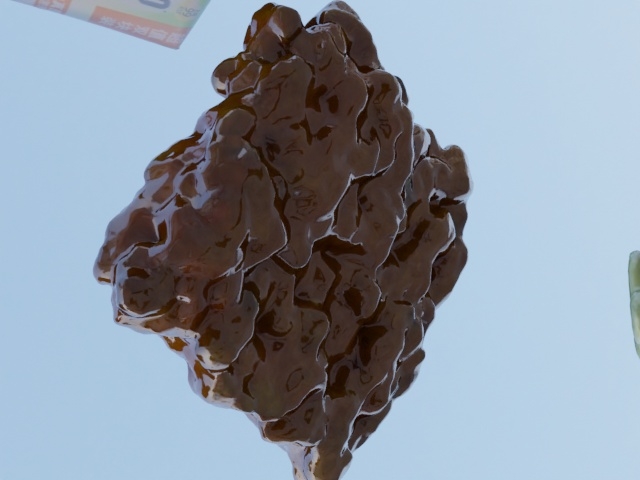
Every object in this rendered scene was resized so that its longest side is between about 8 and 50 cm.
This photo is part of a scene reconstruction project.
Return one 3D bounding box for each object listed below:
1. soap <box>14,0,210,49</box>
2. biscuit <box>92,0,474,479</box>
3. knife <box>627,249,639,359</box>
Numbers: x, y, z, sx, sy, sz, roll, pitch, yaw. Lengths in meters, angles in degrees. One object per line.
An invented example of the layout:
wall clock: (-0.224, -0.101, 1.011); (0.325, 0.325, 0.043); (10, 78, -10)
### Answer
soap: (-0.153, -0.272, 0.828); (0.182, 0.199, 0.138); (11, -121, -26)
biscuit: (0.000, 0.000, 0.807); (0.318, 0.111, 0.312); (-61, -41, -21)
knife: (0.145, -0.023, 0.423); (0.132, 0.038, 0.398); (63, -150, -33)
